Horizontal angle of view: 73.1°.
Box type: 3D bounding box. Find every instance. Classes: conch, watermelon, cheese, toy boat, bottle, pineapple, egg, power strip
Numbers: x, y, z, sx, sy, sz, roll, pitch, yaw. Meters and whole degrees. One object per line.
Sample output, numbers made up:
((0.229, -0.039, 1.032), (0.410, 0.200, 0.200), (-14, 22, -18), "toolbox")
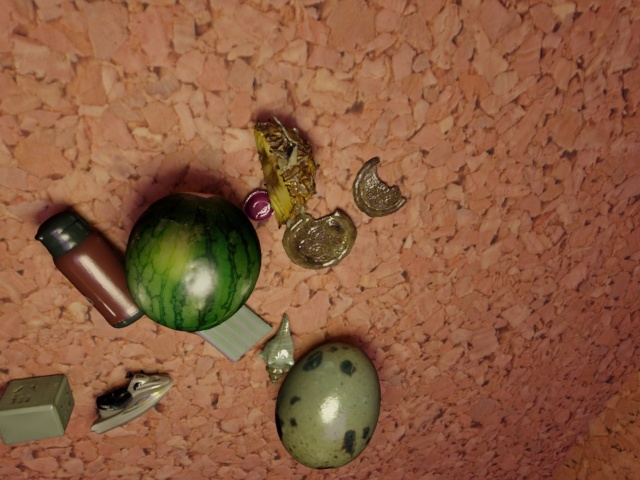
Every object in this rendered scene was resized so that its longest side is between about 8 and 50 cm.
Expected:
((-0.145, 0.382, 1.433), (0.114, 0.137, 0.234), (-10, 127, -28), "conch")
((-0.319, 0.058, 1.106), (0.362, 0.363, 0.364), (-6, 119, -11), "watermelon")
((-0.153, -0.103, 1.232), (0.145, 0.038, 0.095), (-17, 122, -12), "cheese")
((-0.609, 0.499, 1.382), (0.269, 0.141, 0.141), (-38, 120, 5), "toy boat")
((-0.598, 0.076, 1.147), (0.143, 0.144, 0.336), (-28, 120, 1), "bottle")
((-0.060, -0.183, 1.137), (0.161, 0.158, 0.335), (-21, 115, -21), "pineapple")
((0.027, 0.543, 1.445), (0.344, 0.345, 0.429), (13, 104, -20), "egg")
((-0.892, 0.512, 1.305), (0.224, 0.140, 0.139), (-4, 119, -13), "power strip")

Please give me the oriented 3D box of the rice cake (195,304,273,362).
((-0.276, 0.284, 1.382), (0.189, 0.037, 0.198), (-40, 119, -12), "rice cake")

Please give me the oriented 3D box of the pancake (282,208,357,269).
((0.000, 0.000, 1.332), (0.234, 0.029, 0.212), (-13, 121, -5), "pancake")

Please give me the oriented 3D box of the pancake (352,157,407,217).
((0.186, -0.152, 1.305), (0.190, 0.020, 0.184), (9, 113, -19), "pancake")

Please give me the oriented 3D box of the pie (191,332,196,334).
((-0.375, 0.277, 1.378), (0.169, 0.034, 0.092), (25, 111, -19), "pie")
